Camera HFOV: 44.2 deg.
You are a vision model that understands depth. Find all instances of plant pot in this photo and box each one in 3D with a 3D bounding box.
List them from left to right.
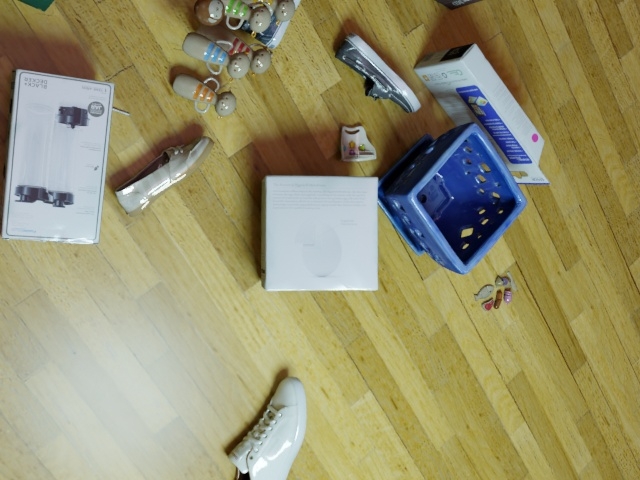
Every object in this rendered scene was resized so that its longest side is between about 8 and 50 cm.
[{"bbox_3d":[0.264,-0.094,1.715,0.236,0.212,0.236,-46,114,-16],"label":"plant pot"}]

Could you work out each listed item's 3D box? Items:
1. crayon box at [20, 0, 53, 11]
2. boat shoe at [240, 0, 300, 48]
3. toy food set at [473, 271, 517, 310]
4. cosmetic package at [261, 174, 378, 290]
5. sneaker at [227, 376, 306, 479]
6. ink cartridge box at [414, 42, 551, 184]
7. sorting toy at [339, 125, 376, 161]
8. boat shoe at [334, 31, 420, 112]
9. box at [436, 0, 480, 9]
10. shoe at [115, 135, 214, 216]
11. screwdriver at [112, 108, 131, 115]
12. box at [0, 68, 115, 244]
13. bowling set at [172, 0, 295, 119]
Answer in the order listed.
[{"bbox_3d":[-0.556,-0.496,1.193,0.363,0.313,0.106,20,85,-27],"label":"crayon box"},{"bbox_3d":[-0.091,-0.483,1.576,0.083,0.065,0.183,26,84,-26],"label":"boat shoe"},{"bbox_3d":[0.437,0.133,1.935,0.122,0.019,0.078,-35,110,-20],"label":"toy food set"},{"bbox_3d":[-0.005,-0.014,1.582,0.224,0.138,0.225,1,90,-8],"label":"cosmetic package"},{"bbox_3d":[-0.116,0.418,1.625,0.123,0.106,0.290,17,88,-30],"label":"sneaker"},{"bbox_3d":[0.378,-0.275,1.778,0.069,0.176,0.371,-47,113,-17],"label":"ink cartridge box"},{"bbox_3d":[0.072,-0.210,1.703,0.083,0.045,0.075,-4,89,-27],"label":"sorting toy"},{"bbox_3d":[0.120,-0.343,1.698,0.076,0.080,0.228,-47,117,3],"label":"boat shoe"},{"bbox_3d":[0.277,-0.628,1.696,0.203,0.168,0.167,20,85,-27],"label":"box"},{"bbox_3d":[-0.294,-0.135,1.497,0.219,0.076,0.058,-43,117,-15],"label":"shoe"},{"bbox_3d":[-0.428,-0.260,1.448,0.170,0.024,0.025,11,118,-30],"label":"screwdriver"},{"bbox_3d":[-0.467,-0.144,1.386,0.169,0.087,0.290,3,99,-28],"label":"box"},{"bbox_3d":[-0.161,-0.366,1.448,0.154,0.200,0.287,25,95,-5],"label":"bowling set"}]
